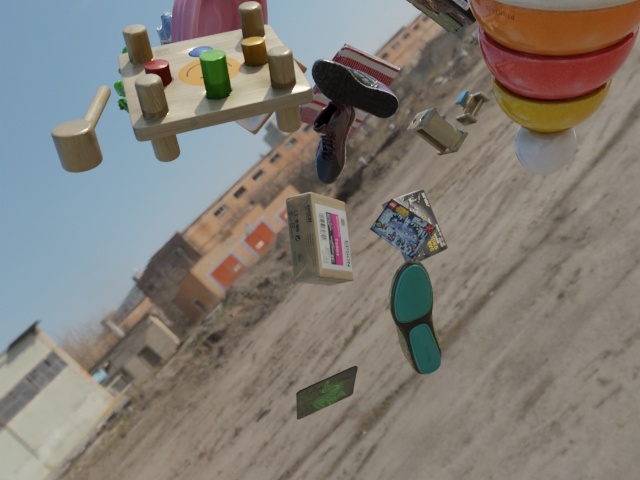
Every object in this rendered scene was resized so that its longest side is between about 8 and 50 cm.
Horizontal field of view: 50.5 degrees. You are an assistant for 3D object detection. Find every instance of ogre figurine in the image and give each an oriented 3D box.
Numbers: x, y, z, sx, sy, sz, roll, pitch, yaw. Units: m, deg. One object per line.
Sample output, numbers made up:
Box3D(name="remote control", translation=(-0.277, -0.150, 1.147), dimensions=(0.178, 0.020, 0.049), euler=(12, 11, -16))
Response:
Box3D(name="ogre figurine", translation=(-0.453, -0.368, 1.669), dimensions=(0.097, 0.118, 0.197), euler=(-19, -28, -54))

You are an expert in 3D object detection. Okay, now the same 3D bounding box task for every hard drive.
Box3D(name="hard drive", translation=(0.291, -0.635, 1.743), dimensions=(0.064, 0.237, 0.339), euler=(-53, 5, 10))

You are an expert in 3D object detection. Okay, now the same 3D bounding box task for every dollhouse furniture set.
Box3D(name="dollhouse furniture set", translation=(0.364, -0.359, 1.949), dimensions=(0.183, 0.129, 0.129), euler=(-58, 14, -7))

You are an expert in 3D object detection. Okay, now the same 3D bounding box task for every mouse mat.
Box3D(name="mouse mat", translation=(0.013, 0.354, 1.566), dimensions=(0.153, 0.007, 0.189), euler=(-22, -29, -15))

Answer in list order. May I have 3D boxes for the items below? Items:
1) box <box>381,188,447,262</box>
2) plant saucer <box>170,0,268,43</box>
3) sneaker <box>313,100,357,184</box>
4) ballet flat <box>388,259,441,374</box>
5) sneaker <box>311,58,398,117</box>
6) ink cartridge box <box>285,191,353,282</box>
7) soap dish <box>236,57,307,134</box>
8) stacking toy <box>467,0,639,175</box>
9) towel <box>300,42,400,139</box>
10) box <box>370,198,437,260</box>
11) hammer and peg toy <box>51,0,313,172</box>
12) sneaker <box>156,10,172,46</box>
Box3D(name="box", translation=(0.327, -0.048, 2.339), dimensions=(0.183, 0.231, 0.056), euler=(-20, -3, -43))
Box3D(name="plant saucer", translation=(-0.216, -0.447, 1.437), dimensions=(0.332, 0.084, 0.332), euler=(11, -90, -71))
Box3D(name="sneaker", translation=(0.014, -0.307, 2.094), dimensions=(0.162, 0.106, 0.281), euler=(-15, -58, -60))
Box3D(name="ballet flat", translation=(0.234, 0.190, 1.758), dimensions=(0.123, 0.348, 0.123), euler=(-13, 27, 7))
Box3D(name="sneaker", translation=(0.098, -0.467, 2.049), dimensions=(0.107, 0.283, 0.124), euler=(-55, 19, 29))
Box3D(name="ink cartridge box", translation=(0.000, 0.000, 1.847), dimensions=(0.088, 0.234, 0.193), euler=(-12, -10, 29))
Box3D(name="soap dish", translation=(-0.214, -0.434, 1.681), dimensions=(0.229, 0.291, 0.118), euler=(-47, 20, 26))
Box3D(name="stacking toy", translation=(0.413, -0.321, 1.229), dimensions=(0.350, 0.350, 0.480), euler=(-48, -33, -33))
Box3D(name="towel", translation=(0.091, -0.501, 2.332), dimensions=(0.329, 0.237, 0.037), euler=(-51, 37, 36))
Box3D(name="box", translation=(0.198, -0.027, 1.627), dimensions=(0.094, 0.137, 0.027), euler=(-55, -29, 2))
Box3D(name="hammer and peg toy", translation=(-0.218, -0.235, 1.003), dimensions=(0.361, 0.127, 0.266), euler=(-15, 41, -10))
Box3D(name="sneaker", translation=(-0.409, -0.565, 1.887), dimensions=(0.080, 0.081, 0.211), euler=(-44, 4, -22))
